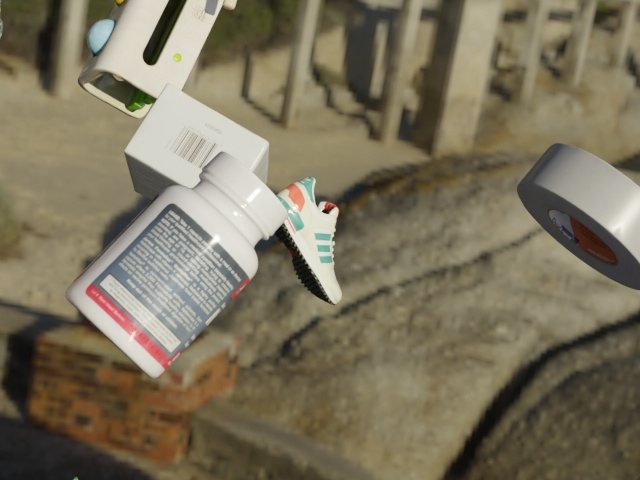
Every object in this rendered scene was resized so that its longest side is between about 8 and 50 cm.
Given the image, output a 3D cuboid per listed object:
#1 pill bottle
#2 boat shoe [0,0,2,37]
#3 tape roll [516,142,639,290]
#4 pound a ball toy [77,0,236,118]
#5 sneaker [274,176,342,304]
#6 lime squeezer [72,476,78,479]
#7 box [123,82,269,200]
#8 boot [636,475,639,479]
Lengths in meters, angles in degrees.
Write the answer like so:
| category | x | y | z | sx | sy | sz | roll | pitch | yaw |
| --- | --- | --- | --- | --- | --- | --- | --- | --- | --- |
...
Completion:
| category | x | y | z | sx | sy | sz | roll | pitch | yaw |
| --- | --- | --- | --- | --- | --- | --- | --- | --- | --- |
| pill bottle | -0.116 | 0.017 | 1.306 | 0.108 | 0.180 | 0.108 | 42 | -8 | 7 |
| boat shoe | -0.413 | -0.314 | 1.865 | 0.065 | 0.183 | 0.083 | -12 | 54 | -6 |
| tape roll | 0.364 | -0.030 | 2.039 | 0.219 | 0.072 | 0.219 | 40 | -8 | 6 |
| pound a ball toy | -0.194 | -0.341 | 2.069 | 0.136 | 0.319 | 0.208 | 30 | -18 | -21 |
| sneaker | 0.000 | 0.000 | 1.754 | 0.075 | 0.161 | 0.057 | -40 | 32 | -16 |
| lime squeezer | -0.217 | 0.429 | 1.923 | 0.310 | 0.110 | 0.059 | 40 | -8 | -6 |
| box | -0.133 | -0.080 | 1.708 | 0.130 | 0.091 | 0.170 | 30 | -12 | 3 |
| boot | 0.453 | 0.314 | 1.483 | 0.236 | 0.089 | 0.269 | 40 | -11 | -19 |
